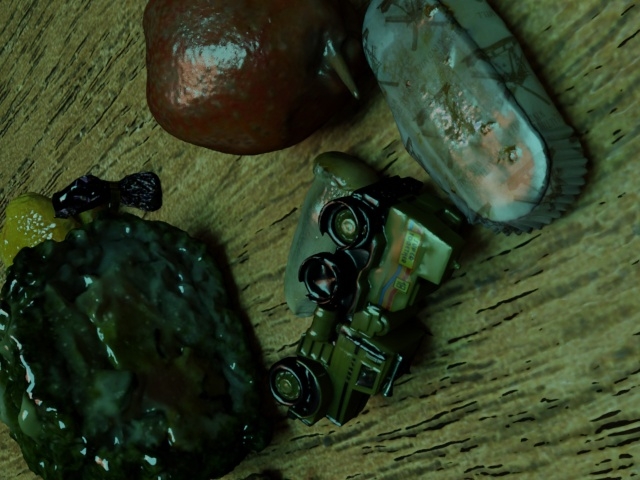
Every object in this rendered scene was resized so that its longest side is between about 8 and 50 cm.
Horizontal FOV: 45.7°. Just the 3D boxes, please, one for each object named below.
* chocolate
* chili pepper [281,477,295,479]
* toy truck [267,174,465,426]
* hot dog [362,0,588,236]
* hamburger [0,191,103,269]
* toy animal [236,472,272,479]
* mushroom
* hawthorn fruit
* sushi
[{"bbox_3d":[-0.299,-0.062,1.071,0.070,0.147,0.072,39,128,32],"label":"chocolate"},{"bbox_3d":[0.019,0.380,0.835,0.253,0.083,0.099,54,132,33],"label":"chili pepper"},{"bbox_3d":[0.049,0.071,0.745,0.127,0.127,0.257,34,119,22],"label":"toy truck"},{"bbox_3d":[0.126,-0.124,0.675,0.144,0.075,0.268,-45,66,44],"label":"hot dog"},{"bbox_3d":[-0.373,0.020,1.161,0.283,0.144,0.157,46,118,27],"label":"hamburger"},{"bbox_3d":[-0.107,0.392,0.989,0.241,0.056,0.099,-55,50,36],"label":"toy animal"},{"bbox_3d":[0.000,0.000,0.826,0.084,0.071,0.209,48,129,38],"label":"mushroom"},{"bbox_3d":[-0.051,-0.182,0.768,0.262,0.210,0.211,15,105,35],"label":"hawthorn fruit"},{"bbox_3d":[-0.244,0.147,0.931,0.178,0.294,0.352,-40,67,45],"label":"sushi"}]
